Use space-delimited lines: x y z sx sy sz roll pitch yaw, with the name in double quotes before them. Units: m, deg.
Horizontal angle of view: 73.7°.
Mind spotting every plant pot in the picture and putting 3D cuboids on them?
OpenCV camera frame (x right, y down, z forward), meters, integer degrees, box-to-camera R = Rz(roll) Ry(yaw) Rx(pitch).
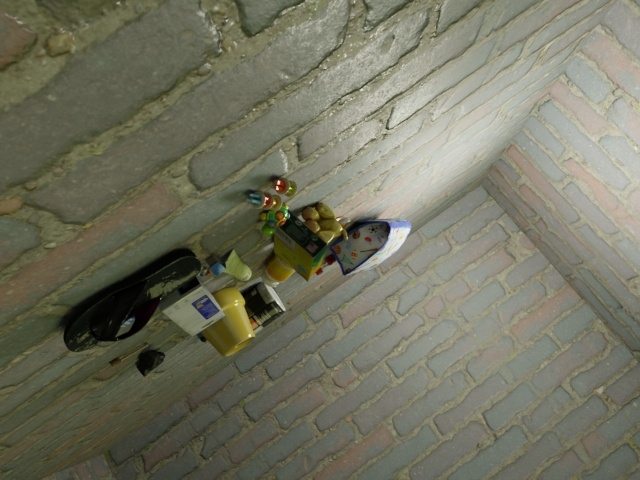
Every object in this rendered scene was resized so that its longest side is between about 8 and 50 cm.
"plant pot" -0.420 0.373 1.894 0.254 0.239 0.254 -33 165 -10

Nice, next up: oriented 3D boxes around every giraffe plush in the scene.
"giraffe plush" -0.008 -0.039 1.722 0.210 0.182 0.170 -1 158 -37

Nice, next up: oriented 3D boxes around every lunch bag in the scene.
"lunch bag" 0.297 0.003 2.387 0.385 0.239 0.327 -36 165 29

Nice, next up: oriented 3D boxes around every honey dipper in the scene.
"honey dipper" -0.796 0.477 1.787 0.160 0.030 0.030 -32 165 -31

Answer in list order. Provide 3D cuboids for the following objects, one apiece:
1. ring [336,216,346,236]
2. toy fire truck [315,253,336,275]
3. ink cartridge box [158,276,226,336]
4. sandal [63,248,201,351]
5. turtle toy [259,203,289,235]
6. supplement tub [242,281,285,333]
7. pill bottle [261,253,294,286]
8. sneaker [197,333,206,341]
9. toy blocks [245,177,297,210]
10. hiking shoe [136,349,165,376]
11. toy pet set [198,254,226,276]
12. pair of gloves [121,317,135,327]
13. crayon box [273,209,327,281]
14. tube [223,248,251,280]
"ring" 0.000 0.000 2.101 0.336 0.032 0.337 -33 165 -10
"toy fire truck" 0.058 0.131 2.598 0.192 0.047 0.135 -27 163 -33
"ink cartridge box" -0.487 0.260 1.641 0.165 0.065 0.333 -33 154 -14
"sandal" -0.545 0.190 1.254 0.445 0.107 0.168 -37 150 -9
"turtle toy" -0.156 -0.073 1.456 0.130 0.066 0.095 -43 164 24
"supplement tub" -0.350 0.365 2.115 0.316 0.194 0.193 -35 165 -4
"pill bottle" -0.173 0.114 1.892 0.117 0.118 0.208 -16 156 -52
"sneaker" -0.546 0.455 2.160 0.152 0.085 0.058 -31 164 -20
"toy blocks" -0.149 -0.142 1.285 0.123 0.054 0.148 -41 164 19
"hiking shoe" -0.770 0.539 1.964 0.227 0.086 0.114 -43 178 44
"toy pet set" -0.388 0.109 1.497 0.114 0.065 0.122 -37 166 4
"pair of gloves" -0.626 0.232 1.386 0.198 0.023 0.159 -45 166 4
"crayon box" -0.087 0.030 1.647 0.081 0.202 0.318 -45 170 -20
"tube" -0.324 0.102 1.643 0.062 0.070 0.240 -14 164 2
